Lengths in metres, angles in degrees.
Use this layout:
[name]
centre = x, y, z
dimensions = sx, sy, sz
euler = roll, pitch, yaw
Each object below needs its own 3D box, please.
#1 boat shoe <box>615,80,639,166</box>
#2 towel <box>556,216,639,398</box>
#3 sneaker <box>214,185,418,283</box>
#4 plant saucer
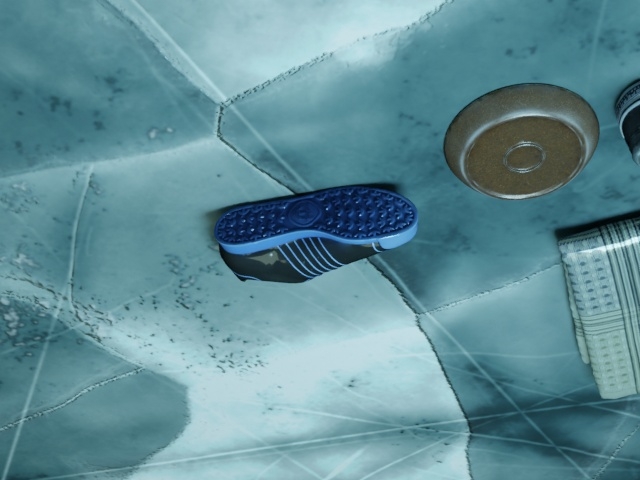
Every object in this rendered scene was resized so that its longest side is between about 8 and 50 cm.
[boat shoe]
centre = 0.460, -0.089, 1.288
dimensions = 0.306, 0.105, 0.113
euler = 14, 136, -18
[towel]
centre = 0.464, 0.063, 1.517
dimensions = 0.312, 0.056, 0.324
euler = -15, 136, 9
[sneaker]
centre = 0.000, 0.000, 1.392
dimensions = 0.232, 0.081, 0.090
euler = -4, 142, 12
[plant saucer]
centre = 0.218, -0.097, 1.325
dimensions = 0.168, 0.029, 0.168
euler = -2, 138, -1
